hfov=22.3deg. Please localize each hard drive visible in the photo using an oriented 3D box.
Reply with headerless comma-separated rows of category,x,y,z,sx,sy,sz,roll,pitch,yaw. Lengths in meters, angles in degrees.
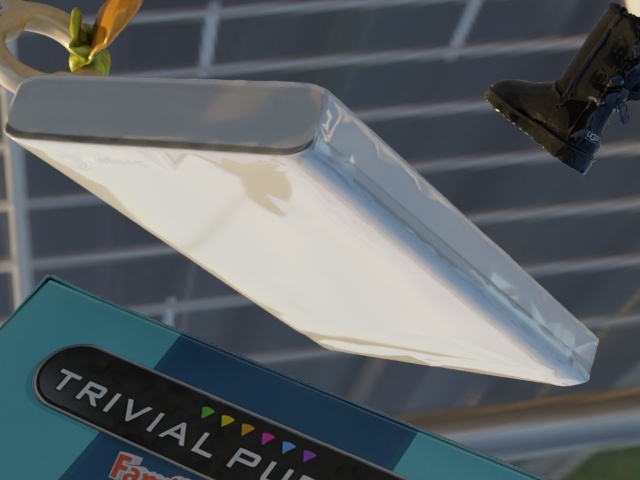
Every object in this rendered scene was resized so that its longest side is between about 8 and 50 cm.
hard drive,0.000,0.000,0.896,0.203,0.040,0.307,6,160,37

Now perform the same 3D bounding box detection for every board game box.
board game box,-0.091,0.182,0.561,0.253,0.336,0.079,20,139,25

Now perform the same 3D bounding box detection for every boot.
boot,0.163,-0.104,1.024,0.045,0.121,0.099,26,102,-32

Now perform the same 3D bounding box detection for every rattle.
rattle,-0.282,-0.222,1.524,0.199,0.130,0.143,37,147,2
